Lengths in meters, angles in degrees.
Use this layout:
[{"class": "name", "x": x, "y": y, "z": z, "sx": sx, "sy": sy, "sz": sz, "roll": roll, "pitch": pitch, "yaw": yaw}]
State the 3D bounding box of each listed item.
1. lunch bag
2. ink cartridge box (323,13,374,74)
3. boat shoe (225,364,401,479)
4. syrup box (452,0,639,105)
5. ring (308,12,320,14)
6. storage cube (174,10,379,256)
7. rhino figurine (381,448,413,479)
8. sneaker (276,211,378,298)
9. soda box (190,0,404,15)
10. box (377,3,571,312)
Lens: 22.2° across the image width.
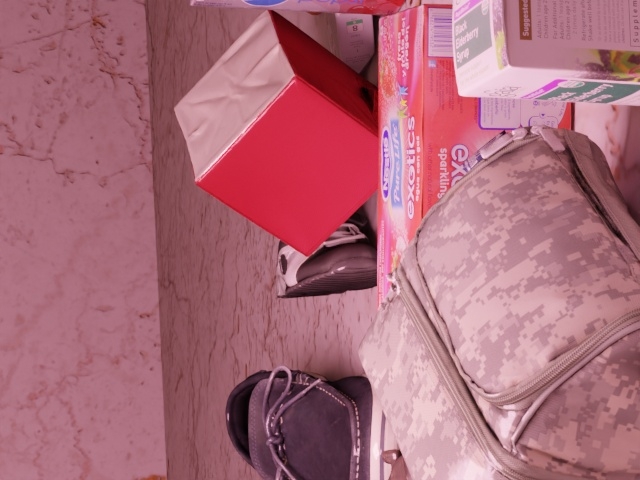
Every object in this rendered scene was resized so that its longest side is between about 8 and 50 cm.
[{"class": "lunch bag", "x": 0.187, "y": 0.078, "z": 1.318, "sx": 0.256, "sy": 0.212, "sz": 0.305, "roll": -62, "pitch": 28, "yaw": 26}, {"class": "ink cartridge box", "x": 0.036, "y": -0.292, "z": 2.179, "sx": 0.225, "sy": 0.056, "sz": 0.181, "roll": 79, "pitch": 179, "yaw": -53}, {"class": "boat shoe", "x": -0.012, "y": 0.255, "z": 2.122, "sx": 0.500, "sy": 0.156, "sz": 0.187, "roll": -175, "pitch": 87, "yaw": -73}, {"class": "syrup box", "x": 0.216, "y": -0.146, "z": 1.118, "sx": 0.093, "sy": 0.236, "sz": 0.096, "roll": 153, "pitch": 116, "yaw": -72}, {"class": "ring", "x": -0.025, "y": -0.495, "z": 2.358, "sx": 0.336, "sy": 0.032, "sz": 0.337, "roll": 176, "pitch": 90, "yaw": -77}, {"class": "storage cube", "x": -0.039, "y": -0.136, "z": 2.013, "sx": 0.215, "sy": 0.193, "sz": 0.184, "roll": -45, "pitch": 34, "yaw": 18}, {"class": "rhino figurine", "x": 0.106, "y": 0.284, "z": 1.836, "sx": 0.243, "sy": 0.073, "sz": 0.106, "roll": 103, "pitch": 163, "yaw": -44}, {"class": "sneaker", "x": 0.000, "y": 0.000, "z": 2.131, "sx": 0.330, "sy": 0.122, "sz": 0.146, "roll": 170, "pitch": 98, "yaw": -74}, {"class": "soda box", "x": -0.024, "y": -0.330, "z": 1.950, "sx": 0.092, "sy": 0.263, "sz": 0.084, "roll": 126, "pitch": 141, "yaw": -65}, {"class": "box", "x": 0.145, "y": -0.069, "z": 1.550, "sx": 0.142, "sy": 0.154, "sz": 0.300, "roll": -171, "pitch": 80, "yaw": -75}]
